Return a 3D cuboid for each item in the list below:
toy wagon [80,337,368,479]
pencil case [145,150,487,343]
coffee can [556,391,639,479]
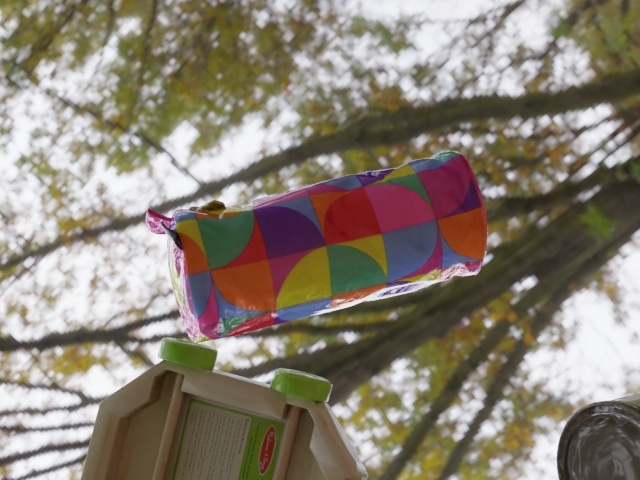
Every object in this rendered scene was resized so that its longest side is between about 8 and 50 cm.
[{"bbox_3d":[-0.061,0.247,1.231,0.344,0.267,0.068,13,179,20],"label":"toy wagon"},{"bbox_3d":[0.000,0.000,0.962,0.236,0.104,0.104,-11,-120,-11],"label":"pencil case"},{"bbox_3d":[0.511,0.313,1.973,0.275,0.201,0.202,-7,-117,-43],"label":"coffee can"}]
